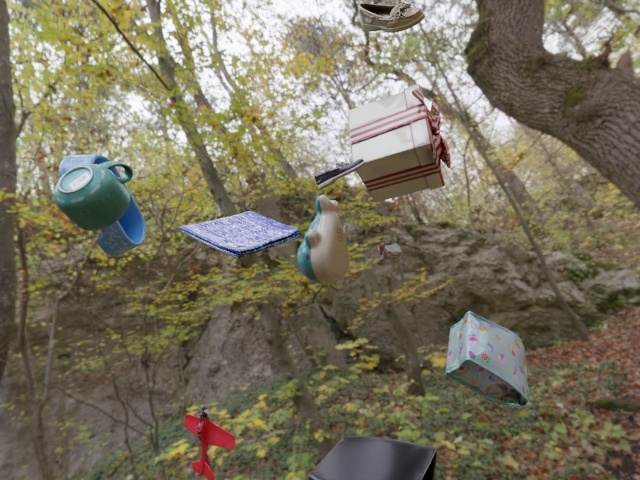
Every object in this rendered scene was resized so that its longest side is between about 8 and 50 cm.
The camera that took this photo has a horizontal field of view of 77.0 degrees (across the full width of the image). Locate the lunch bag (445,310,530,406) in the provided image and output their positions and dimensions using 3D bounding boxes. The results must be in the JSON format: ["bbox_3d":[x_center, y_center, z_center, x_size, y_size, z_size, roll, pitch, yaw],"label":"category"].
[{"bbox_3d":[0.567,0.400,1.341,0.160,0.263,0.223,-60,2,42],"label":"lunch bag"}]

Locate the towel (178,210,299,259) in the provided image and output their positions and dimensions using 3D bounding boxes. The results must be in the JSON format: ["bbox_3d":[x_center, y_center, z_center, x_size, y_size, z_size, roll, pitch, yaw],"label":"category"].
[{"bbox_3d":[-0.246,-0.033,1.301,0.336,0.243,0.040,-22,-51,-59],"label":"towel"}]

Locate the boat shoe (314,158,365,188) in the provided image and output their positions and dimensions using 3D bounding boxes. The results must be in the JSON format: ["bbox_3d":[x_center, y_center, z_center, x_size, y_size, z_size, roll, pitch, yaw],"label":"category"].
[{"bbox_3d":[0.044,-0.164,0.942,0.125,0.038,0.046,-27,-2,18],"label":"boat shoe"}]

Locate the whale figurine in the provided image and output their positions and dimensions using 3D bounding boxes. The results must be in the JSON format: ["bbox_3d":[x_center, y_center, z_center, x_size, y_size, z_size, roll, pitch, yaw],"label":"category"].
[{"bbox_3d":[0.000,0.000,1.267,0.141,0.271,0.216,-6,-10,31],"label":"whale figurine"}]

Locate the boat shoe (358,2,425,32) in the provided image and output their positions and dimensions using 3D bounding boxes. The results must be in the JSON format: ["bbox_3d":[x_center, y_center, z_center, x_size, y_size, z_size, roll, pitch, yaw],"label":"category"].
[{"bbox_3d":[0.140,-0.459,0.816,0.056,0.153,0.048,-45,-45,-16],"label":"boat shoe"}]

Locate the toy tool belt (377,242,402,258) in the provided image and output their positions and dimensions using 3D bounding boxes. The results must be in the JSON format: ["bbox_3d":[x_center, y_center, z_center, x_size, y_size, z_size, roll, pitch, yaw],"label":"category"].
[{"bbox_3d":[0.206,0.040,1.237,0.084,0.052,0.051,4,-41,-23],"label":"toy tool belt"}]

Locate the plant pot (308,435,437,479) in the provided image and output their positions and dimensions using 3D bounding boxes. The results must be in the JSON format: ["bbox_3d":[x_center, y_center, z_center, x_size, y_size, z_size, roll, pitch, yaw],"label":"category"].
[{"bbox_3d":[0.077,0.444,0.674,0.188,0.167,0.187,-17,-65,-56],"label":"plant pot"}]

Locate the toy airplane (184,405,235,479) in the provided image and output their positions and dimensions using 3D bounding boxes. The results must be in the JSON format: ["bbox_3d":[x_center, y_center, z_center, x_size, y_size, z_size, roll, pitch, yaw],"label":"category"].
[{"bbox_3d":[-0.223,0.390,0.772,0.151,0.151,0.028,-42,-19,32],"label":"toy airplane"}]

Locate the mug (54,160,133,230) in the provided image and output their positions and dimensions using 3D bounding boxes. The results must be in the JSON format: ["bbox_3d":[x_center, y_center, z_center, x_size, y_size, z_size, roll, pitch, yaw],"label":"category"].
[{"bbox_3d":[-0.495,-0.112,0.871,0.130,0.157,0.097,-7,-34,6],"label":"mug"}]

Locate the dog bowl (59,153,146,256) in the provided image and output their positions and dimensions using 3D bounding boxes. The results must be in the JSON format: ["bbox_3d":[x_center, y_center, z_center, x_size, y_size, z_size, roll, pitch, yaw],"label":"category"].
[{"bbox_3d":[-0.568,-0.096,1.082,0.074,0.165,0.297,-13,-56,3],"label":"dog bowl"}]

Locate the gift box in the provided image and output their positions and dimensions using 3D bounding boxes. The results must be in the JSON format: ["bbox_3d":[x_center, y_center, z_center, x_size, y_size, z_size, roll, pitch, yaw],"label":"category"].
[{"bbox_3d":[0.238,-0.284,1.194,0.258,0.254,0.276,-13,-24,19],"label":"gift box"}]
